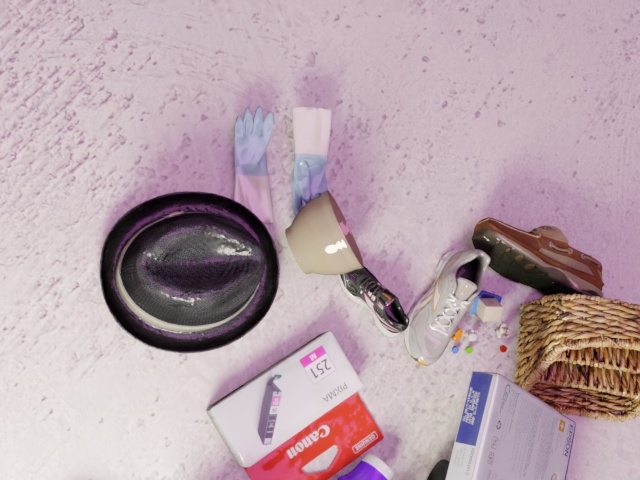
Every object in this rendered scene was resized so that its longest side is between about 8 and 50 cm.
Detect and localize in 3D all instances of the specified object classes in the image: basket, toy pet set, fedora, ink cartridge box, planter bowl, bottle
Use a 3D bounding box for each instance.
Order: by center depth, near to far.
[{"bbox_3d":[-0.219,0.049,1.629,0.334,0.152,0.333,3,81,-18],"label":"fedora"},{"bbox_3d":[0.026,0.516,1.660,0.118,0.092,0.283,43,69,-8],"label":"bottle"},{"bbox_3d":[0.344,0.443,1.685,0.330,0.071,0.324,34,66,-44],"label":"ink cartridge box"},{"bbox_3d":[-0.035,0.339,1.693,0.275,0.060,0.238,-31,89,-22],"label":"ink cartridge box"},{"bbox_3d":[0.000,0.000,1.733,0.109,0.162,0.162,-25,88,8],"label":"planter bowl"},{"bbox_3d":[0.566,0.242,1.843,0.299,0.213,0.223,13,74,-17],"label":"basket"},{"bbox_3d":[0.323,0.166,1.868,0.122,0.065,0.114,2,113,-16],"label":"toy pet set"}]

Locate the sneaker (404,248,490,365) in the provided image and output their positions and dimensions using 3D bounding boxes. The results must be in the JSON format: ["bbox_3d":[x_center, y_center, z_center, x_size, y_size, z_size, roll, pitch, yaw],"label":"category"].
[{"bbox_3d":[0.253,0.122,1.805,0.099,0.121,0.262,29,71,-11],"label":"sneaker"}]

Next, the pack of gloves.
[{"bbox_3d":[-0.078,-0.147,1.793,0.195,0.046,0.232,1,89,-19],"label":"pack of gloves"}]

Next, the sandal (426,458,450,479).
[{"bbox_3d":[0.121,0.582,1.643,0.107,0.167,0.445,33,71,-4],"label":"sandal"}]

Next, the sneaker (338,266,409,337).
[{"bbox_3d":[0.114,0.108,1.782,0.178,0.077,0.072,46,67,-5],"label":"sneaker"}]

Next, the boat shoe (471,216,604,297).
[{"bbox_3d":[0.459,0.032,1.908,0.324,0.123,0.119,30,66,-20],"label":"boat shoe"}]
